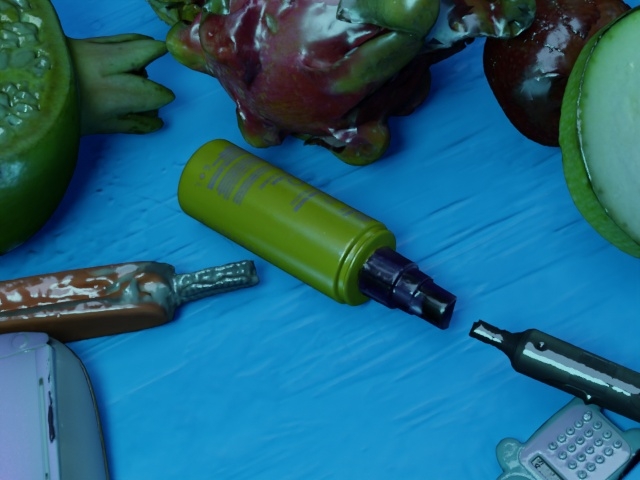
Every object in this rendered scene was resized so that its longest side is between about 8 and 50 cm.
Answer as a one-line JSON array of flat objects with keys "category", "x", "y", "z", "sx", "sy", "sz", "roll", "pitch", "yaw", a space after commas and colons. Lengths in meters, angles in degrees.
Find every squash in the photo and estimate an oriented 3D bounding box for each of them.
[{"category": "squash", "x": 0.296, "y": -0.087, "z": 0.997, "sx": 0.219, "sy": 0.041, "sz": 0.219, "roll": 2, "pitch": 83, "yaw": -15}]

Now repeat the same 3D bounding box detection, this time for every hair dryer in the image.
[{"category": "hair dryer", "x": 0.213, "y": 0.133, "z": 0.908, "sx": 0.248, "sy": 0.078, "sz": 0.196, "roll": 22, "pitch": 65, "yaw": 20}]

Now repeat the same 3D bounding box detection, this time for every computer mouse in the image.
[{"category": "computer mouse", "x": -0.247, "y": 0.216, "z": 0.971, "sx": 0.158, "sy": 0.072, "sz": 0.310, "roll": -17, "pitch": 55, "yaw": 4}]

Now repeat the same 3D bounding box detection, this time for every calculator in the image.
[{"category": "calculator", "x": 0.180, "y": 0.174, "z": 0.933, "sx": 0.141, "sy": 0.019, "sz": 0.094, "roll": -38, "pitch": 60, "yaw": -13}]

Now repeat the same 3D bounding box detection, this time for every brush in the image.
[{"category": "brush", "x": -0.212, "y": 0.059, "z": 1.071, "sx": 0.323, "sy": 0.070, "sz": 0.051, "roll": -11, "pitch": 59, "yaw": 5}]

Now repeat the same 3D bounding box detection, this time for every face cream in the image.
[{"category": "face cream", "x": 0.000, "y": 0.000, "z": 1.054, "sx": 0.273, "sy": 0.078, "sz": 0.078, "roll": 29, "pitch": 67, "yaw": 27}]

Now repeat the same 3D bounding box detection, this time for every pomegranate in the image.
[{"category": "pomegranate", "x": -0.318, "y": -0.108, "z": 1.137, "sx": 0.358, "sy": 0.216, "sz": 0.310, "roll": -5, "pitch": 50, "yaw": -27}]

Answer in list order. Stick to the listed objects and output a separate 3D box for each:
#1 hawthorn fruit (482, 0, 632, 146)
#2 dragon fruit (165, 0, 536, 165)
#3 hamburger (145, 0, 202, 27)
[{"category": "hawthorn fruit", "x": 0.208, "y": -0.162, "z": 1.081, "sx": 0.148, "sy": 0.148, "sz": 0.172, "roll": -29, "pitch": 40, "yaw": -7}, {"category": "dragon fruit", "x": 0.018, "y": -0.200, "z": 1.071, "sx": 0.307, "sy": 0.227, "sz": 0.243, "roll": -45, "pitch": 59, "yaw": 34}, {"category": "hamburger", "x": -0.110, "y": -0.290, "z": 1.249, "sx": 0.191, "sy": 0.118, "sz": 0.182, "roll": 27, "pitch": 63, "yaw": 23}]
